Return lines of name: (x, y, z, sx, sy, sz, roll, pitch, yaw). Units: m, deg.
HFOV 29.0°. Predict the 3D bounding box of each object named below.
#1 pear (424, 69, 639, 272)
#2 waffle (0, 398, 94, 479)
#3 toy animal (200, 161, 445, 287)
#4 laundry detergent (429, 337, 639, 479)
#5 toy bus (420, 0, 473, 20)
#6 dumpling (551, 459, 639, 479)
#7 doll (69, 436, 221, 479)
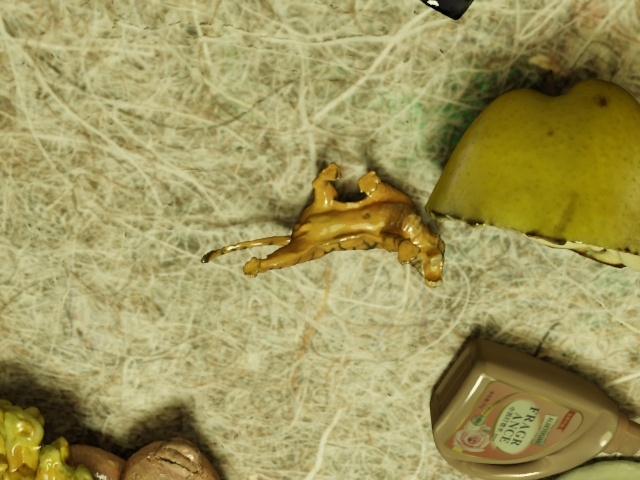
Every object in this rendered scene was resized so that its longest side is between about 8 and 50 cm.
pear: (0.247, -0.071, 1.208, 0.266, 0.267, 0.178, 14, 96, -8)
waffle: (-0.366, 0.324, 1.434, 0.325, 0.068, 0.302, -32, 85, 29)
toy animal: (0.001, -0.008, 1.299, 0.255, 0.114, 0.116, -4, 164, 8)
laundry detergent: (0.244, 0.219, 1.438, 0.237, 0.076, 0.171, 23, 120, -15)
toy bus: (0.067, -0.267, 1.140, 0.172, 0.072, 0.057, 26, 119, -17)
dumpling: (0.342, 0.380, 1.507, 0.227, 0.243, 0.175, 47, 152, -6)
doll: (-0.254, 0.341, 1.472, 0.303, 0.156, 0.201, -13, 128, 13)
